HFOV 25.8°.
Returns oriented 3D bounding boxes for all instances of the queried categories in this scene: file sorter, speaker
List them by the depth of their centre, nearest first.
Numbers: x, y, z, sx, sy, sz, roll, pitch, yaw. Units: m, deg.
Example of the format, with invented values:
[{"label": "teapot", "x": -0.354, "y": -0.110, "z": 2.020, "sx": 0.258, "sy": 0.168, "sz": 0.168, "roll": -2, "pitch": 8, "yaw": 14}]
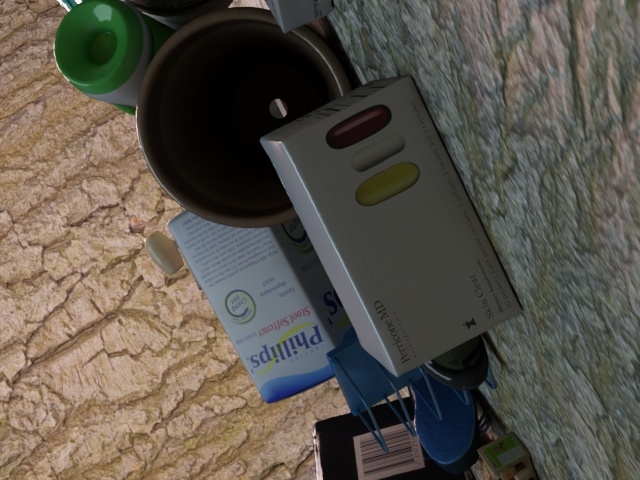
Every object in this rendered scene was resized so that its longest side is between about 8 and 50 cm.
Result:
[{"label": "file sorter", "x": 0.117, "y": 0.165, "z": 1.733, "sx": 0.104, "sy": 0.170, "sz": 0.118, "roll": 51, "pitch": 168, "yaw": 47}, {"label": "speaker", "x": -0.214, "y": -0.219, "z": 1.798, "sx": 0.131, "sy": 0.131, "sz": 0.296, "roll": 61, "pitch": -163, "yaw": 18}]

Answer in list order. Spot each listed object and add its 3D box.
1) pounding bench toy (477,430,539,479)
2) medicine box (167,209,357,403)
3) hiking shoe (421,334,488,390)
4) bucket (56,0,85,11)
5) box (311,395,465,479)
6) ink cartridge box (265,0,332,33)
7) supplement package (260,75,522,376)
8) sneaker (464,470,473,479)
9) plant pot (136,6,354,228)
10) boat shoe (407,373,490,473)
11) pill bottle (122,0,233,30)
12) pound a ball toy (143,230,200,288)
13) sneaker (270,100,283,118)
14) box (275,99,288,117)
[{"label": "pounding bench toy", "x": 0.245, "y": 0.297, "z": 1.760, "sx": 0.065, "sy": 0.052, "sz": 0.083, "roll": 66, "pitch": 174, "yaw": -31}, {"label": "medicine box", "x": -0.030, "y": 0.037, "z": 1.947, "sx": 0.289, "sy": 0.149, "sz": 0.263, "roll": 61, "pitch": -149, "yaw": -2}, {"label": "hiking shoe", "x": 0.124, "y": 0.069, "z": 1.626, "sx": 0.227, "sy": 0.086, "sz": 0.114, "roll": 62, "pitch": 178, "yaw": 19}, {"label": "bucket", "x": -0.259, "y": -0.410, "z": 2.007, "sx": 0.183, "sy": 0.281, "sz": 0.281, "roll": 45, "pitch": 162, "yaw": 57}, {"label": "box", "x": 0.142, "y": 0.477, "z": 2.073, "sx": 0.293, "sy": 0.212, "sz": 0.395, "roll": -97, "pitch": -10, "yaw": -69}, {"label": "ink cartridge box", "x": -0.051, "y": -0.318, "z": 1.522, "sx": 0.150, "sy": 0.063, "sz": 0.109, "roll": 61, "pitch": 174, "yaw": 23}, {"label": "supplement package", "x": 0.065, "y": -0.020, "z": 1.443, "sx": 0.262, "sy": 0.145, "sz": 0.204, "roll": 63, "pitch": 175, "yaw": -8}, {"label": "sneaker", "x": 0.223, "y": 0.424, "z": 2.428, "sx": 0.217, "sy": 0.079, "sz": 0.121, "roll": 61, "pitch": 173, "yaw": 1}, {"label": "plant pot", "x": -0.070, "y": -0.159, "z": 1.732, "sx": 0.263, "sy": 0.263, "sz": 0.229, "roll": 63, "pitch": -166, "yaw": -4}, {"label": "boat shoe", "x": 0.184, "y": 0.237, "z": 1.930, "sx": 0.089, "sy": 0.109, "sz": 0.258, "roll": 58, "pitch": -166, "yaw": -28}, {"label": "pill bottle", "x": -0.192, "y": -0.398, "z": 1.710, "sx": 0.204, "sy": 0.204, "sz": 0.361, "roll": 62, "pitch": 174, "yaw": 10}, {"label": "pound a ball toy", "x": -0.133, "y": -0.007, "z": 2.428, "sx": 0.136, "sy": 0.319, "sz": 0.208, "roll": 62, "pitch": 174, "yaw": 4}, {"label": "sneaker", "x": -0.115, "y": -0.244, "z": 2.103, "sx": 0.150, "sy": 0.135, "sz": 0.366, "roll": 58, "pitch": 173, "yaw": 14}, {"label": "box", "x": 0.002, "y": -0.138, "z": 1.890, "sx": 0.324, "sy": 0.063, "sz": 0.067, "roll": 63, "pitch": 174, "yaw": -5}]
